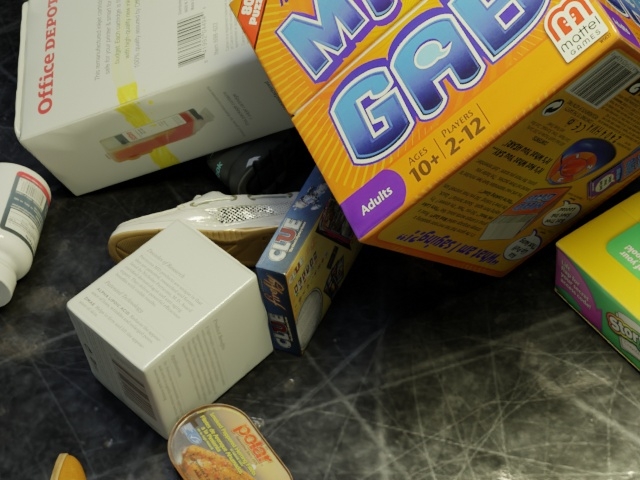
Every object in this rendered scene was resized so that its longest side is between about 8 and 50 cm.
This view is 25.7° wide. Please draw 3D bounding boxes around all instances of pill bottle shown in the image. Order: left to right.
[{"bbox_3d":[-0.430,-0.005,1.864,0.108,0.108,0.180,1,50,9],"label":"pill bottle"}]

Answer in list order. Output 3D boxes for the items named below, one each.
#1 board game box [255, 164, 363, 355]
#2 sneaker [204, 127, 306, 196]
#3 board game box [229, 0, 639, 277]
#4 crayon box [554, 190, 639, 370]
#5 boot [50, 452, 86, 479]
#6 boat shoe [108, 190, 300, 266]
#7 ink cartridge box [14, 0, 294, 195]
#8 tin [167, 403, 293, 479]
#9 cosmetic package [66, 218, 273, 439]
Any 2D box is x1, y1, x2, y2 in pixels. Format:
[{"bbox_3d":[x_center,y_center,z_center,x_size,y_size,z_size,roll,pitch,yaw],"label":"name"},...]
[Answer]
[{"bbox_3d":[0.000,0.000,1.760,0.042,0.165,0.243,15,53,20],"label":"board game box"},{"bbox_3d":[-0.045,-0.166,1.952,0.267,0.101,0.106,-36,52,-22],"label":"sneaker"},{"bbox_3d":[0.186,-0.215,1.653,0.356,0.356,0.356,-39,64,22],"label":"board game box"},{"bbox_3d":[0.515,0.065,1.668,0.313,0.106,0.363,-31,52,-16],"label":"crayon box"},{"bbox_3d":[-0.190,0.360,1.533,0.211,0.104,0.295,-6,54,-4],"label":"boot"},{"bbox_3d":[-0.141,-0.017,1.845,0.277,0.098,0.096,-4,48,-7],"label":"boat shoe"},{"bbox_3d":[-0.211,-0.258,1.934,0.384,0.160,0.279,-16,53,17],"label":"ink cartridge box"},{"bbox_3d":[-0.102,0.270,1.628,0.106,0.040,0.190,-31,52,-13],"label":"tin"},{"bbox_3d":[-0.179,0.106,1.703,0.183,0.151,0.151,-39,55,-24],"label":"cosmetic package"}]
